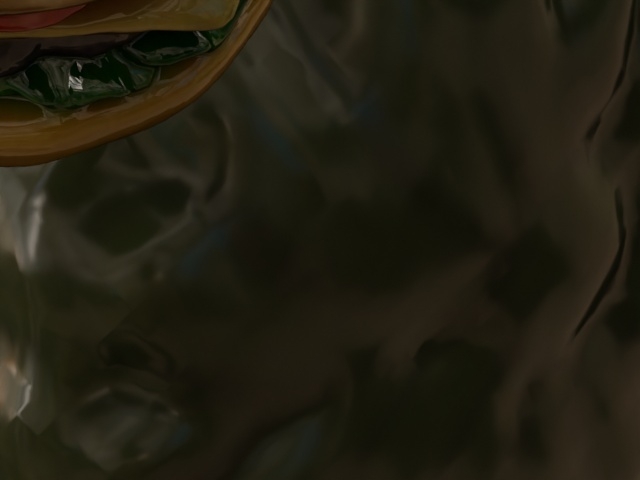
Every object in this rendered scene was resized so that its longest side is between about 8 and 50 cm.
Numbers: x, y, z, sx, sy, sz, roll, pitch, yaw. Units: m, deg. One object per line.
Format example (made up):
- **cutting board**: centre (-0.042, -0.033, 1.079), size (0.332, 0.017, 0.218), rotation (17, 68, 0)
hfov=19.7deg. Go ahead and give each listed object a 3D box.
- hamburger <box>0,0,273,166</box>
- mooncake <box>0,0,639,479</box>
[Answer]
- **hamburger**: centre (-0.082, -0.100, 0.466), size (0.162, 0.115, 0.162), rotation (4, 58, -6)
- **mooncake**: centre (0.000, 0.000, 0.703), size (0.356, 0.356, 0.194), rotation (-28, 32, -31)
